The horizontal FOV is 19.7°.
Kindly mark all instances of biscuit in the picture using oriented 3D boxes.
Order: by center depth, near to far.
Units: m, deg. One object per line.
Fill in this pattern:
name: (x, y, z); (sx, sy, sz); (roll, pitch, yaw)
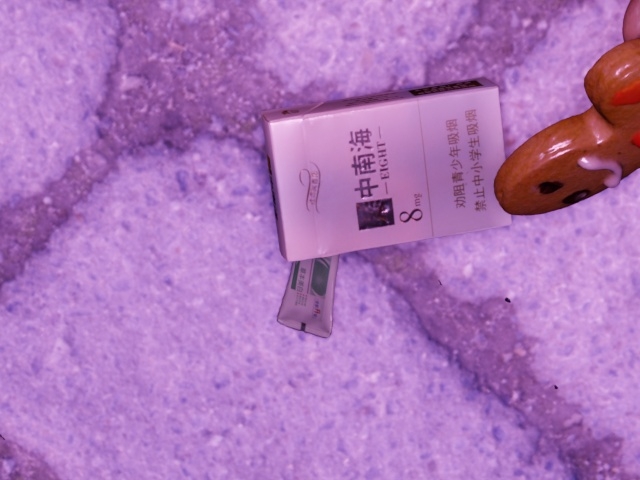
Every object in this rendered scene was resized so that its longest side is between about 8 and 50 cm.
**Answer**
biscuit: (0.360, -0.135, 1.783); (0.432, 0.283, 0.064); (-34, 64, 17)

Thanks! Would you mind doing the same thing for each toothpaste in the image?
toothpaste: (0.000, 0.000, 1.983); (0.064, 0.041, 0.218); (16, 110, 13)

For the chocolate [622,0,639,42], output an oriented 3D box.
chocolate: (0.390, -0.248, 1.777); (0.083, 0.261, 0.161); (60, 136, 23)

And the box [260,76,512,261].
box: (0.068, -0.074, 1.908); (0.243, 0.067, 0.155); (-8, 104, -7)
